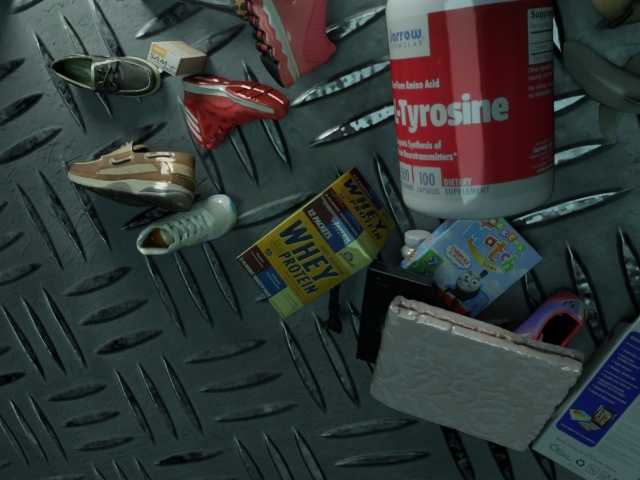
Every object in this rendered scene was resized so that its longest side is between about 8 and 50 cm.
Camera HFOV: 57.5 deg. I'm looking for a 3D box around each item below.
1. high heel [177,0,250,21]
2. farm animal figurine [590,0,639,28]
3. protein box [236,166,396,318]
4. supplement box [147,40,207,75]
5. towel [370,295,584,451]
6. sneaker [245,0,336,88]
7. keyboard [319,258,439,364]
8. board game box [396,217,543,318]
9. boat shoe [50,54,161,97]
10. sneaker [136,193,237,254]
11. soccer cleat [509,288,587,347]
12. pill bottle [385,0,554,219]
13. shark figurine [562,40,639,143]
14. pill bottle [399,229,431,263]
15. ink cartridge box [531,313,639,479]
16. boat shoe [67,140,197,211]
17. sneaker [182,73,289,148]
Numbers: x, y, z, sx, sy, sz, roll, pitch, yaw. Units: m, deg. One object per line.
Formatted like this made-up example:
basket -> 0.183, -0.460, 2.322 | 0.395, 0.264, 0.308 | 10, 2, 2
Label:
high heel -> -0.137, -0.507, 0.964 | 0.186, 0.093, 0.262 | 15, 116, 7
farm animal figurine -> 0.427, -0.380, 0.729 | 0.330, 0.327, 0.172 | 36, 156, 7
protein box -> 0.000, 0.000, 1.030 | 0.201, 0.200, 0.136 | -35, 95, 27
supplement box -> -0.258, -0.331, 1.059 | 0.062, 0.098, 0.036 | 31, 117, 8
towel -> 0.253, 0.243, 1.034 | 0.316, 0.053, 0.332 | 16, 140, 11
sneaker -> -0.061, -0.410, 0.925 | 0.136, 0.116, 0.314 | -26, 128, -10
keyboard -> 0.097, 0.138, 1.063 | 0.201, 0.033, 0.317 | 16, 142, 11
board game box -> 0.246, 0.045, 1.003 | 0.160, 0.039, 0.211 | 41, 104, -14
boat shoe -> -0.422, -0.320, 1.137 | 0.223, 0.073, 0.080 | 12, 113, 16
sneaker -> -0.268, -0.022, 1.181 | 0.228, 0.092, 0.088 | -22, 99, 24
soccer cleat -> 0.368, 0.189, 1.023 | 0.083, 0.095, 0.248 | 37, 117, 4
pill bottle -> 0.215, -0.252, 0.843 | 0.228, 0.229, 0.408 | -1, 108, 21
shark figurine -> 0.494, -0.216, 0.820 | 0.278, 0.116, 0.166 | -3, 110, 23
pill bottle -> 0.174, 0.043, 1.058 | 0.065, 0.065, 0.117 | 6, 110, 18
ink cartridge box -> 0.540, 0.269, 1.008 | 0.175, 0.069, 0.371 | 29, 119, 9
boat shoe -> -0.374, -0.135, 1.180 | 0.324, 0.123, 0.117 | 10, 79, 26
sneaker -> -0.157, -0.226, 1.083 | 0.221, 0.087, 0.128 | 22, 124, 25
